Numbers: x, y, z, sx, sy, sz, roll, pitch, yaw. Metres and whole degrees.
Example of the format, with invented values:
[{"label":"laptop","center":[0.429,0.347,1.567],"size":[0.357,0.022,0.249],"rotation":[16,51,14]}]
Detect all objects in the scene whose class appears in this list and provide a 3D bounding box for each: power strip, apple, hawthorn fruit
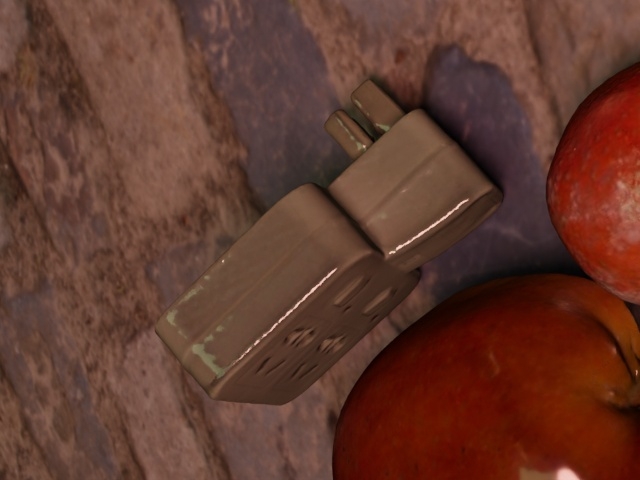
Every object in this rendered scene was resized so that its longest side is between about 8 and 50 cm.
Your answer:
[{"label":"power strip","center":[0.000,0.000,1.283],"size":[0.261,0.229,0.141],"rotation":[-43,76,7]},{"label":"apple","center":[0.175,0.194,1.219],"size":[0.328,0.295,0.365],"rotation":[11,146,-6]},{"label":"hawthorn fruit","center":[0.242,-0.044,1.101],"size":[0.172,0.173,0.173],"rotation":[16,117,34]}]
